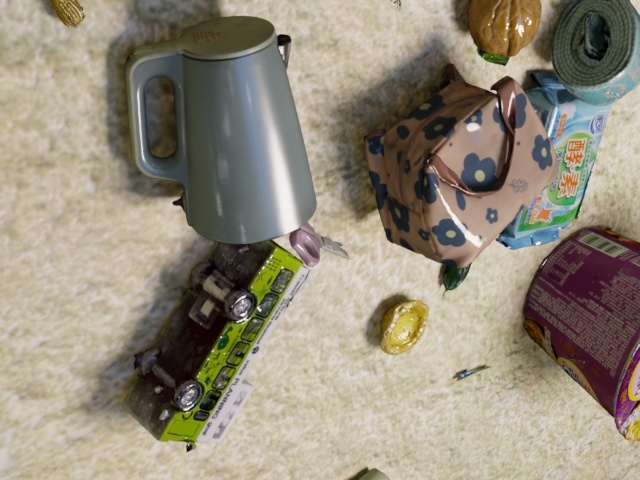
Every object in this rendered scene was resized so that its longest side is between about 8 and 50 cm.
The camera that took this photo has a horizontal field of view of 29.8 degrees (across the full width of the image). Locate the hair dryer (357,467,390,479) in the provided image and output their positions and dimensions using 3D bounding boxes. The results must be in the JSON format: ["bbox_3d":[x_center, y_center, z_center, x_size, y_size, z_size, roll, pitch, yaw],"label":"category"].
[{"bbox_3d":[0.017,0.520,2.059,0.296,0.119,0.298,-46,155,-13],"label":"hair dryer"}]

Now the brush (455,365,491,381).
[{"bbox_3d":[0.270,0.233,2.129,0.084,0.016,0.013,-14,87,-40],"label":"brush"}]

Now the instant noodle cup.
[{"bbox_3d":[0.535,0.147,2.123,0.340,0.266,0.339,-23,130,-30],"label":"instant noodle cup"}]

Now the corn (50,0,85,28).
[{"bbox_3d":[-0.273,-0.259,1.275,0.028,0.027,0.083,-51,140,-28],"label":"corn"}]

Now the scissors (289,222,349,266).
[{"bbox_3d":[-0.001,0.000,1.679,0.021,0.110,0.212,-30,158,18],"label":"scissors"}]

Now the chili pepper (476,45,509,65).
[{"bbox_3d":[0.248,-0.273,1.751,0.027,0.022,0.083,-31,148,27],"label":"chili pepper"}]

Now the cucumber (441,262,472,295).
[{"bbox_3d":[0.229,0.019,1.925,0.039,0.039,0.167,-6,119,-40],"label":"cucumber"}]

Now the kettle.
[{"bbox_3d":[-0.124,-0.133,1.436,0.211,0.160,0.243,-10,122,-3],"label":"kettle"}]

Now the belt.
[{"bbox_3d":[0.415,-0.289,1.796,0.148,0.163,0.082,-32,144,18],"label":"belt"}]

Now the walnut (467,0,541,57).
[{"bbox_3d":[0.255,-0.310,1.674,0.105,0.105,0.124,-30,149,-24],"label":"walnut"}]

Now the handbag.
[{"bbox_3d":[0.191,-0.115,1.690,0.251,0.190,0.193,-43,133,-22],"label":"handbag"}]

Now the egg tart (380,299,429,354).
[{"bbox_3d":[0.128,0.133,1.910,0.105,0.039,0.105,-23,131,-29],"label":"egg tart"}]

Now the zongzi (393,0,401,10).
[{"bbox_3d":[0.148,-0.376,1.566,0.130,0.062,0.154,-39,145,-33],"label":"zongzi"}]

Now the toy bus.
[{"bbox_3d":[-0.133,0.130,1.619,0.139,0.113,0.301,24,99,-52],"label":"toy bus"}]

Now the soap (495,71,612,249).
[{"bbox_3d":[0.364,-0.124,1.918,0.156,0.077,0.293,-11,125,-37],"label":"soap"}]
